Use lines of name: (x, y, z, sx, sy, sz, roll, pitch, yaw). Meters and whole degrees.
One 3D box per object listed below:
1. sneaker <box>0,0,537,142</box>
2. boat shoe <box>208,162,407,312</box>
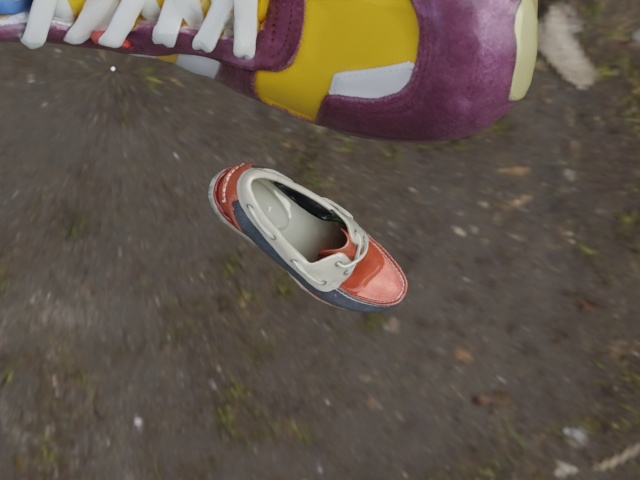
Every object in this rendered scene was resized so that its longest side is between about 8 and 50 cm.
sneaker: (-0.041, -0.062, 0.358, 0.084, 0.185, 0.070, -28, 133, -41)
boat shoe: (0.000, 0.000, 0.889, 0.137, 0.043, 0.049, 35, 70, -26)
